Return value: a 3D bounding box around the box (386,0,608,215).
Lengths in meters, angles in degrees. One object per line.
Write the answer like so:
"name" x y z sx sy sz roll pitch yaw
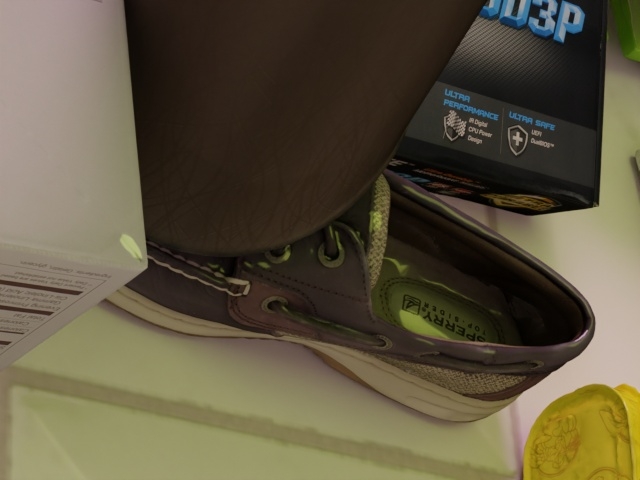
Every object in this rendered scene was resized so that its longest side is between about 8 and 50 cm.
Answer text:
"box" 0.055 -0.116 0.924 0.220 0.051 0.175 13 77 -41

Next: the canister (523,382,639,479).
"canister" 0.185 0.154 0.915 0.170 0.073 0.126 23 53 -32

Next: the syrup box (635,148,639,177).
"syrup box" 0.304 -0.010 1.097 0.236 0.096 0.093 10 63 -38

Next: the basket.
"basket" 0.002 -0.124 0.695 0.154 0.227 0.204 28 62 -6

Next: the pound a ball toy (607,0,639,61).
"pound a ball toy" 0.199 -0.263 1.120 0.208 0.135 0.319 9 62 -38

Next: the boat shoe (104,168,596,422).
"boat shoe" 0.000 0.000 0.823 0.285 0.092 0.103 26 53 -28

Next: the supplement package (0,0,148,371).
"supplement package" -0.192 -0.095 0.668 0.204 0.145 0.262 12 60 -36
